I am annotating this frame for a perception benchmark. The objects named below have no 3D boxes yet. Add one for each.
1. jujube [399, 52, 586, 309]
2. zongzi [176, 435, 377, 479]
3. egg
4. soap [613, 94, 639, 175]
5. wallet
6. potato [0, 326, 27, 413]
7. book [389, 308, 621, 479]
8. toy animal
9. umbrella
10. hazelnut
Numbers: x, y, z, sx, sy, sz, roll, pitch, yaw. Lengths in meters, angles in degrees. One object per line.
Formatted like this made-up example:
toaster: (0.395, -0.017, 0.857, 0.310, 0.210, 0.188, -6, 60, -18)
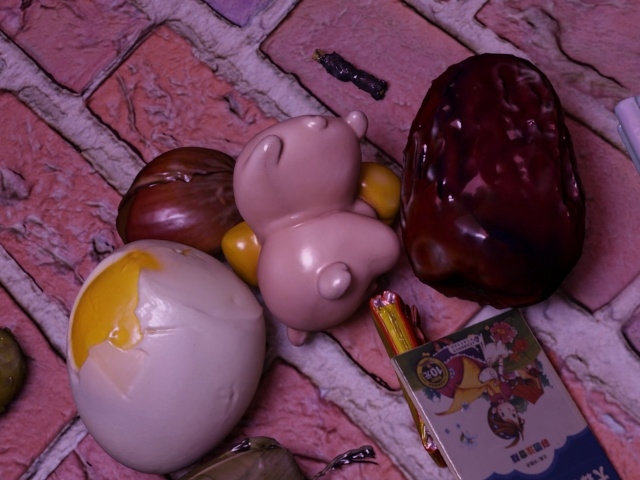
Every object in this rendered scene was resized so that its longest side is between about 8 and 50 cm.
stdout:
jujube: (0.240, -0.079, 1.414, 0.259, 0.258, 0.376, -8, 57, 16)
zongzi: (-0.181, 0.387, 1.458, 0.447, 0.181, 0.418, -44, 28, -24)
egg: (-0.225, 0.172, 1.449, 0.283, 0.283, 0.345, 22, 110, 24)
soap: (0.547, -0.088, 1.395, 0.173, 0.095, 0.289, -23, 65, 10)
wallet: (0.139, 0.190, 1.406, 0.067, 0.141, 0.241, -23, 66, 4)
potato: (-0.611, 0.245, 1.636, 0.298, 0.141, 0.176, -28, 52, 15)
book: (0.257, 0.256, 1.324, 0.228, 0.018, 0.322, -18, 67, -29)
toy animal: (0.021, -0.006, 1.427, 0.278, 0.345, 0.246, -10, 53, -19)
umbrella: (0.048, -0.276, 1.657, 0.144, 0.040, 0.037, 34, 77, 22)
hazelnut: (-0.215, -0.057, 1.586, 0.181, 0.181, 0.212, -42, 38, 39)
